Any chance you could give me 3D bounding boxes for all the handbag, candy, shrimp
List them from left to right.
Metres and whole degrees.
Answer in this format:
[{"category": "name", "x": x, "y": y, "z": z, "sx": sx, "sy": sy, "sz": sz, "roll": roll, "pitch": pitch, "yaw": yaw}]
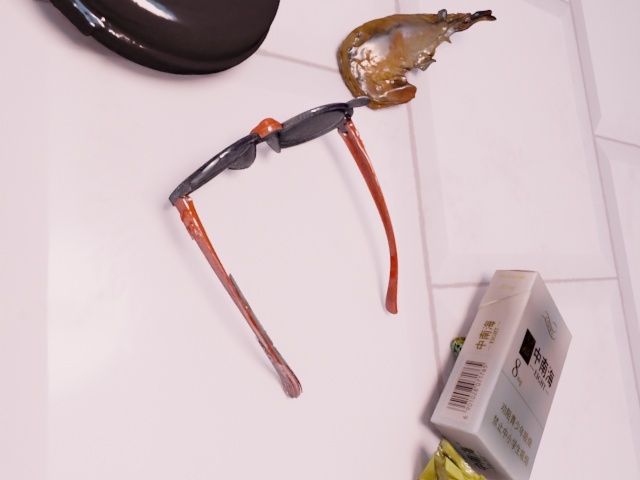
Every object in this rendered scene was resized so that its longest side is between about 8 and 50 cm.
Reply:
[{"category": "handbag", "x": -0.159, "y": -0.313, "z": 0.486, "sx": 0.254, "sy": 0.093, "sz": 0.307, "roll": -13, "pitch": 88, "yaw": -40}, {"category": "shrimp", "x": 0.139, "y": -0.258, "z": 0.703, "sx": 0.262, "sy": 0.066, "sz": 0.117, "roll": -18, "pitch": 105, "yaw": -21}, {"category": "candy", "x": 0.181, "y": 0.169, "z": 0.667, "sx": 0.025, "sy": 0.023, "sz": 0.083, "roll": 24, "pitch": 77, "yaw": -36}]

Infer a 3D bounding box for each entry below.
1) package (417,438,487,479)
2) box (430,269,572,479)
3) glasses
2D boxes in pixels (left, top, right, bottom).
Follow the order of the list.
[{"category": "package", "x": 0.138, "y": 0.356, "z": 0.554, "sx": 0.168, "sy": 0.090, "sz": 0.226, "roll": 49, "pitch": 61, "yaw": -19}, {"category": "box", "x": 0.250, "y": 0.177, "z": 0.664, "sx": 0.155, "sy": 0.067, "sz": 0.242, "roll": 53, "pitch": 56, "yaw": -29}, {"category": "glasses", "x": 0.000, "y": 0.000, "z": 0.522, "sx": 0.234, "sy": 0.118, "sz": 0.268, "roll": -33, "pitch": 99, "yaw": -35}]
